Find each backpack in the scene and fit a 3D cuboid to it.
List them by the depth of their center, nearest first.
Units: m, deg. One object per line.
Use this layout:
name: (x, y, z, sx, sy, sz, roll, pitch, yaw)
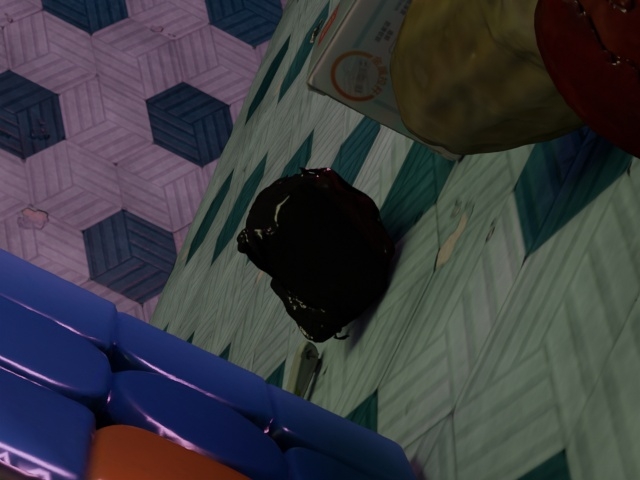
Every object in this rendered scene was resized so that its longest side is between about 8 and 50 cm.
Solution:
backpack: (-0.002, -0.003, 1.169, 0.106, 0.120, 0.165, -39, 14, 9)

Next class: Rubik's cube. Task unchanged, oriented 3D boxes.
Rubik's cube: (-0.123, 0.207, 0.714, 0.291, 0.290, 0.291, -61, 11, 8)

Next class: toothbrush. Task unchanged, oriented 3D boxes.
toothbrush: (-0.035, 0.177, 1.121, 0.026, 0.022, 0.263, -36, 26, 44)

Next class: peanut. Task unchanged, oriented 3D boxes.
peanut: (0.130, -0.133, 0.738, 0.149, 0.149, 0.313, -67, 11, -23)

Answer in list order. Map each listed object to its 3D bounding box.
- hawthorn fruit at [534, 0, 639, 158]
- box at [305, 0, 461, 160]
hawthorn fruit: (0.136, -0.084, 0.489, 0.148, 0.172, 0.148, 11, -90, -83)
box: (0.104, -0.193, 1.032, 0.269, 0.135, 0.079, -57, 12, 33)
